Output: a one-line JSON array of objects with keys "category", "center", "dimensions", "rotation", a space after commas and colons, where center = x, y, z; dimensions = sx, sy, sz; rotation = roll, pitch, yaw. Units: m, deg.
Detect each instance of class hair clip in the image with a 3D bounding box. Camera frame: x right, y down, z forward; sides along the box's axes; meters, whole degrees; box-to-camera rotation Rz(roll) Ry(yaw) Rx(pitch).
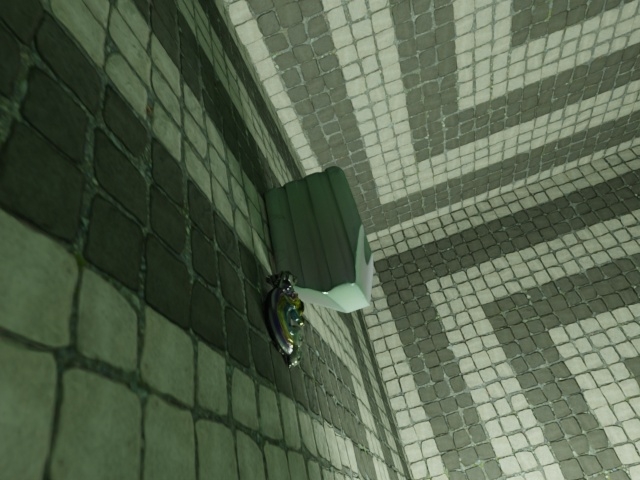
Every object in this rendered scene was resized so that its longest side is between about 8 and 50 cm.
[{"category": "hair clip", "center": [-0.068, 0.134, 0.794], "dimensions": [0.116, 0.049, 0.172], "rotation": [44, 32, -45]}]

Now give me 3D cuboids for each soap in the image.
[{"category": "soap", "center": [0.000, 0.000, 0.997], "dimensions": [0.115, 0.208, 0.347], "rotation": [62, 10, -48]}]
